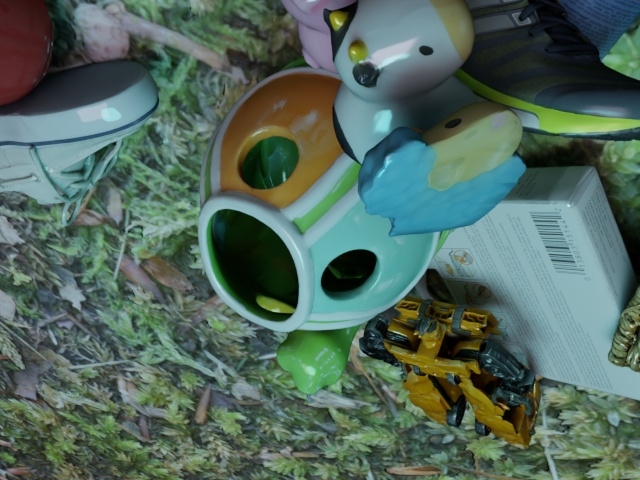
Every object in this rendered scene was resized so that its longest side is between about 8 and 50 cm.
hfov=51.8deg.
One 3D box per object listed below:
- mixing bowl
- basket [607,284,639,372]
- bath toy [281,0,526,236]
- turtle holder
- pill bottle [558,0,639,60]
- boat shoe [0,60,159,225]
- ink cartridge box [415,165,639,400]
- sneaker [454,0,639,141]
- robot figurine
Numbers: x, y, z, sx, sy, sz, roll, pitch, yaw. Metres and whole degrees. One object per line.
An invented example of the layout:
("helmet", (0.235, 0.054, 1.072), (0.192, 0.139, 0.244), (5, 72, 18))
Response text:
("mixing bowl", (-0.342, -0.211, 0.681), (0.098, 0.182, 0.181), (5, 149, -46))
("basket", (0.454, 0.027, 0.608), (0.223, 0.213, 0.299), (33, 128, 36))
("bath toy", (0.015, -0.166, 0.480), (0.129, 0.348, 0.151), (-6, 144, -27))
("turtle holder", (-0.013, -0.015, 0.655), (0.243, 0.227, 0.320), (38, 137, 6))
("pill bottle", (0.220, -0.201, 0.547), (0.087, 0.087, 0.160), (26, 132, -6))
("boat shoe", (-0.315, -0.095, 0.771), (0.366, 0.136, 0.157), (-7, 126, 26))
("ink cartridge box", (0.229, 0.050, 0.773), (0.261, 0.066, 0.296), (4, 135, 48))
("sneaker", (0.140, -0.167, 0.501), (0.300, 0.111, 0.121), (45, 127, 39))
("robot figurine", (0.169, 0.161, 0.809), (0.211, 0.085, 0.291), (8, 149, 32))
